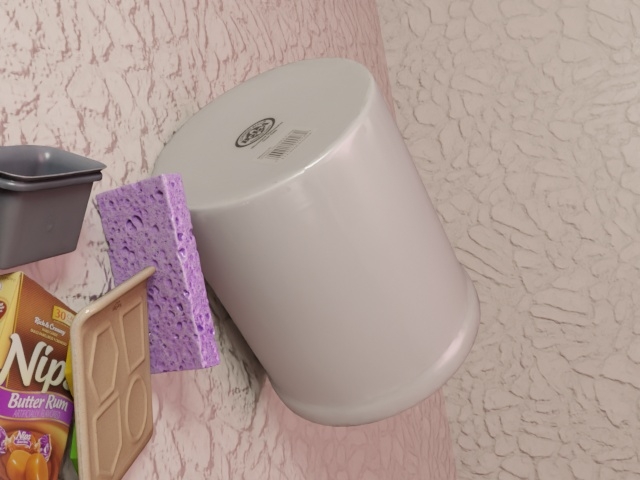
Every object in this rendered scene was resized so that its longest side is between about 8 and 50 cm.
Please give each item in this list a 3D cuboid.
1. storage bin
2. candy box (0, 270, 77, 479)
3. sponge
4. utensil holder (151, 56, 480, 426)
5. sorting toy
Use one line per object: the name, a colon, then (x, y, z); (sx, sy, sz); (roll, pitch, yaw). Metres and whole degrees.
storage bin: (-0.272, -0.033, 0.736); (0.135, 0.098, 0.091); (-23, 129, -69)
candy box: (-0.266, 0.134, 0.706); (0.109, 0.053, 0.187); (53, 32, -49)
sponge: (-0.177, 0.040, 0.883); (0.031, 0.117, 0.210); (-13, 92, -52)
utensil holder: (0.000, 0.000, 1.089); (0.386, 0.327, 0.328); (61, 28, -33)
sorting toy: (-0.203, 0.141, 0.787); (0.193, 0.038, 0.209); (-60, 155, -79)
